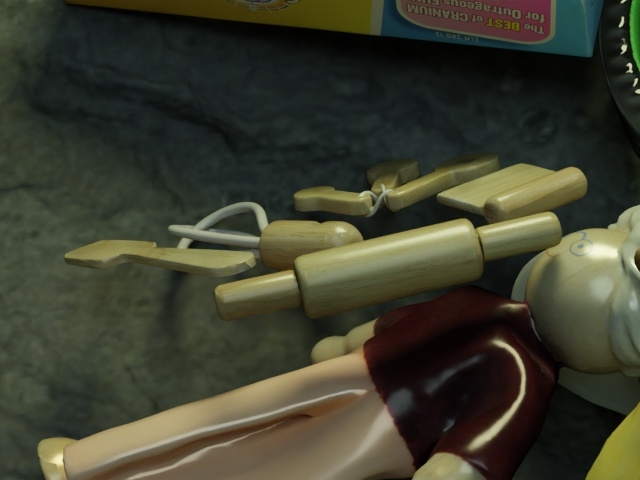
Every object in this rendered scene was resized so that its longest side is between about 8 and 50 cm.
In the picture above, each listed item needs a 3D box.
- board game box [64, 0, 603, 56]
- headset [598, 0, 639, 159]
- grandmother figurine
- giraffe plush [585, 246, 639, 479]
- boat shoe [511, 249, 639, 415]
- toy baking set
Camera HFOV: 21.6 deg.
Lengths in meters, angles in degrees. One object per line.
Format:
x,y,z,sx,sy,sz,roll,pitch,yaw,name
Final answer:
0.019,-0.236,0.956,0.316,0.064,0.242,9,68,17,board game box
0.322,-0.163,0.922,0.243,0.185,0.394,27,76,31,headset
0.034,0.077,0.794,0.342,0.104,0.208,-25,31,1,grandmother figurine
0.229,0.082,0.686,0.181,0.170,0.210,-2,104,-21,giraffe plush
0.235,0.046,0.858,0.267,0.088,0.096,1,90,20,boat shoe
0.002,0.001,0.842,0.256,0.197,0.030,-14,103,-8,toy baking set
